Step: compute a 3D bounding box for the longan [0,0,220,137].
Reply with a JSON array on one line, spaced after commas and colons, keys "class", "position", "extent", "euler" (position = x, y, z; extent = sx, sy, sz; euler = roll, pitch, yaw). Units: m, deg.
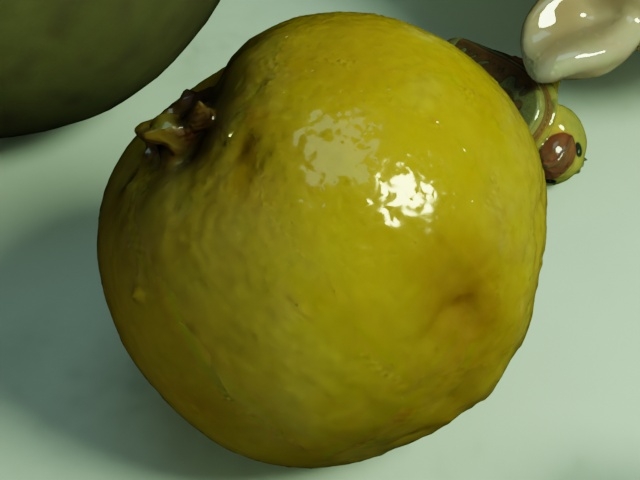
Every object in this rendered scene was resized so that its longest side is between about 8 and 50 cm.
[{"class": "longan", "position": [-0.219, -0.226, 0.741], "extent": [0.361, 0.361, 0.361], "euler": [0, 43, 0]}]

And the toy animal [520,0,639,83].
[{"class": "toy animal", "position": [0.178, -0.235, 0.798], "extent": [0.326, 0.269, 0.237], "euler": [7, 15, 44]}]

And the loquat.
[{"class": "loquat", "position": [0.000, 0.000, 0.607], "extent": [0.208, 0.208, 0.208], "euler": [0, 43, 0]}]

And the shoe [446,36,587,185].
[{"class": "shoe", "position": [0.114, -0.079, 0.785], "extent": [0.109, 0.069, 0.072], "euler": [24, 84, 39]}]
